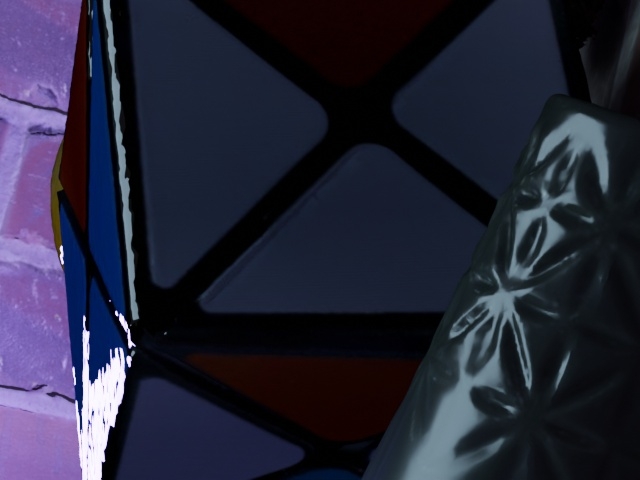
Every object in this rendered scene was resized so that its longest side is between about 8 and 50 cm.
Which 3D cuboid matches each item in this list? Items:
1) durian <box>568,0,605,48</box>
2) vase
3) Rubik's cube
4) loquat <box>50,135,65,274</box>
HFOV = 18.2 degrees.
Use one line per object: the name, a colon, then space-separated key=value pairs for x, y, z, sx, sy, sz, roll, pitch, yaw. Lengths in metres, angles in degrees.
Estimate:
durian: x=0.129 y=-0.152 z=1.162 sx=0.148 sy=0.091 sz=0.188 roll=-56 pitch=-4 yaw=36
vase: x=0.088 y=0.099 z=0.778 sx=0.251 sy=0.156 sz=0.300 roll=1 pitch=-71 yaw=-69
Rubik's cube: x=-0.001 y=0.000 z=1.034 sx=0.246 sy=0.250 sz=0.248 roll=111 pitch=157 yaw=-59
loquat: x=-0.021 y=-0.018 z=1.412 sx=0.359 sy=0.328 sz=0.328 roll=59 pitch=177 yaw=-4
